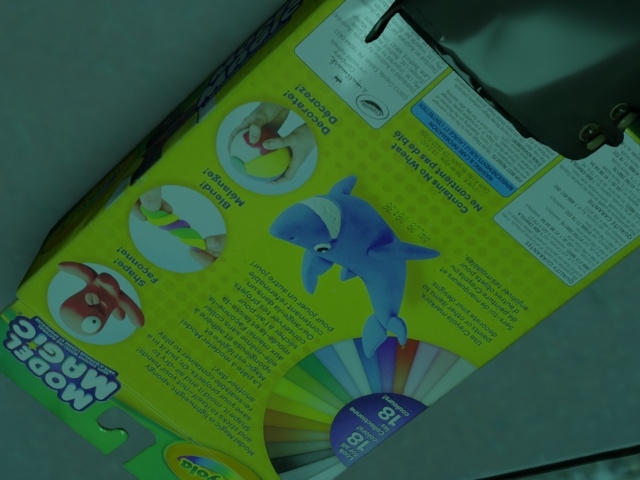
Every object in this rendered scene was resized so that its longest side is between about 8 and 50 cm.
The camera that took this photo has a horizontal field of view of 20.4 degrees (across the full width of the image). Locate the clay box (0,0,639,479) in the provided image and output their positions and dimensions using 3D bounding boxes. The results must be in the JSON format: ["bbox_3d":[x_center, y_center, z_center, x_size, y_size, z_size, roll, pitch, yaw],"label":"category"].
[{"bbox_3d":[0.000,0.000,0.590,0.127,0.053,0.222,42,119,-16],"label":"clay box"}]

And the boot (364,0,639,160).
[{"bbox_3d":[0.125,-0.055,0.499,0.198,0.077,0.137,38,94,-1],"label":"boot"}]
